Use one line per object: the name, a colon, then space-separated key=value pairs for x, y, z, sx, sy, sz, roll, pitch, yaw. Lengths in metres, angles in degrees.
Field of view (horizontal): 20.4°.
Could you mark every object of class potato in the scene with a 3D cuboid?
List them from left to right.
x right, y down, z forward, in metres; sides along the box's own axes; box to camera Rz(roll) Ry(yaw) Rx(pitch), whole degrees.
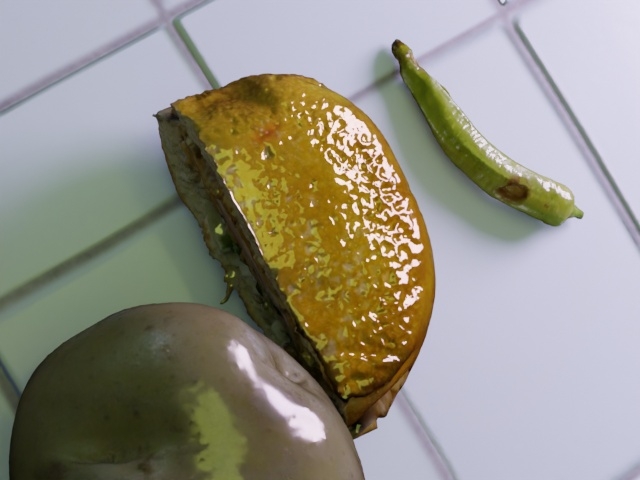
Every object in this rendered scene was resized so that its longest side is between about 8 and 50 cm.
potato: x=-0.085 y=0.205 z=1.213 sx=0.243 sy=0.221 sz=0.326 roll=-11 pitch=85 yaw=-7

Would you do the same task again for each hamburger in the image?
hamburger: x=0.000 y=0.000 z=1.314 sx=0.156 sy=0.144 sz=0.283 roll=-30 pitch=92 yaw=-25

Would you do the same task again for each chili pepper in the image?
chili pepper: x=0.124 y=-0.075 z=1.407 sx=0.208 sy=0.043 sz=0.049 roll=42 pitch=87 yaw=-5
